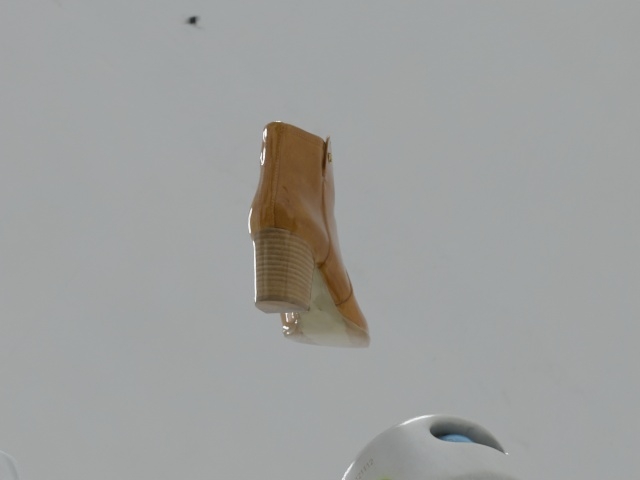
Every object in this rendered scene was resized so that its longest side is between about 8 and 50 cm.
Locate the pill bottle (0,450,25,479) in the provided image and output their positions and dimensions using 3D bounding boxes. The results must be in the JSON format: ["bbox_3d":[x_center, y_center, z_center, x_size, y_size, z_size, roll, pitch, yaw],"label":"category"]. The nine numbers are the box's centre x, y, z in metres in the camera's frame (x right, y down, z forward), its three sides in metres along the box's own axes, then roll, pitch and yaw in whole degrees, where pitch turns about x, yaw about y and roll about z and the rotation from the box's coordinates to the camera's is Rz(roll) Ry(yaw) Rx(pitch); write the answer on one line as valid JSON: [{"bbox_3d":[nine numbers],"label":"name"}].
[{"bbox_3d":[-0.212,0.288,0.736,0.169,0.169,0.302,-40,-124,20],"label":"pill bottle"}]

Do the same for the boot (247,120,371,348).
[{"bbox_3d":[-0.001,0.000,1.332,0.104,0.295,0.211,-1,-108,18],"label":"boot"}]

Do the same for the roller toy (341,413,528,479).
[{"bbox_3d":[0.118,0.279,1.178,0.191,0.146,0.209,-25,-61,-5],"label":"roller toy"}]
